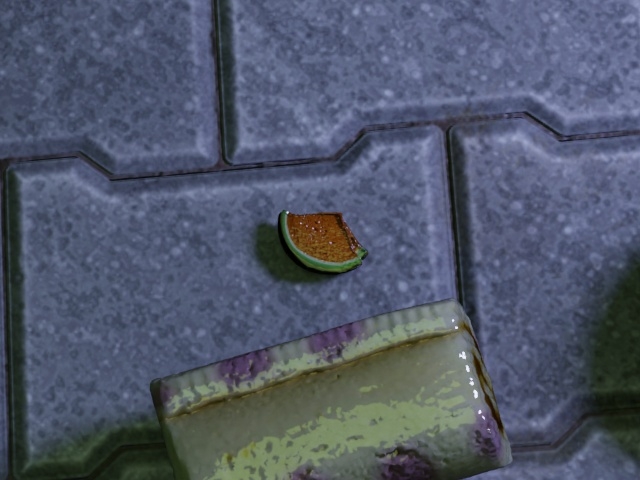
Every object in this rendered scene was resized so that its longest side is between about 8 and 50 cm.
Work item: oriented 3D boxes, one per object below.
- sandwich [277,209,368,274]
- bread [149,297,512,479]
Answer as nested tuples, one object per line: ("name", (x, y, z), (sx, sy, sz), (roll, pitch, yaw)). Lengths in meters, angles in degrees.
("sandwich", (0.002, 0.004, 1.928), (0.101, 0.026, 0.069), (2, 74, 3))
("bread", (0.012, 0.187, 1.822), (0.338, 0.155, 0.187), (-18, 69, 5))
